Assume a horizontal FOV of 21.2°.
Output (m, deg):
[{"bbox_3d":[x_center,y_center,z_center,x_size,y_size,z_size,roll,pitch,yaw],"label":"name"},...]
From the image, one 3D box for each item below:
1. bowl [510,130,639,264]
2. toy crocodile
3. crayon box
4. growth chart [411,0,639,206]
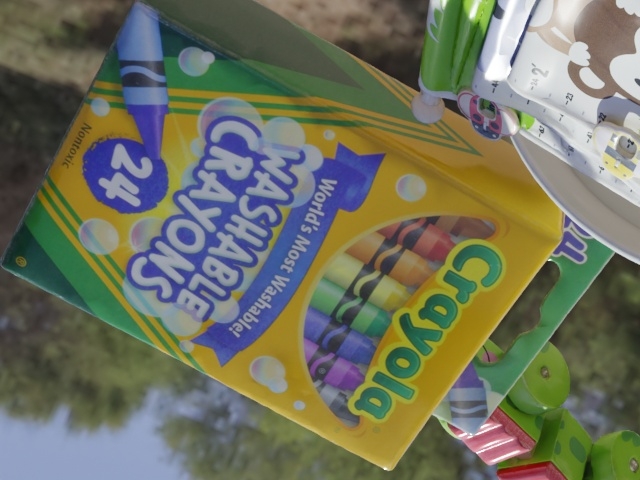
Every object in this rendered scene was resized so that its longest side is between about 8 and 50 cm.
[{"bbox_3d":[0.244,-0.105,0.965,0.298,0.298,0.134,26,172,12],"label":"bowl"},{"bbox_3d":[0.194,0.186,1.521,0.340,0.115,0.105,44,-134,-24],"label":"toy crocodile"},{"bbox_3d":[0.000,0.000,1.013,0.323,0.203,0.083,28,-149,-7],"label":"crayon box"},{"bbox_3d":[0.135,-0.053,0.690,0.237,0.021,0.172,32,153,22],"label":"growth chart"}]
